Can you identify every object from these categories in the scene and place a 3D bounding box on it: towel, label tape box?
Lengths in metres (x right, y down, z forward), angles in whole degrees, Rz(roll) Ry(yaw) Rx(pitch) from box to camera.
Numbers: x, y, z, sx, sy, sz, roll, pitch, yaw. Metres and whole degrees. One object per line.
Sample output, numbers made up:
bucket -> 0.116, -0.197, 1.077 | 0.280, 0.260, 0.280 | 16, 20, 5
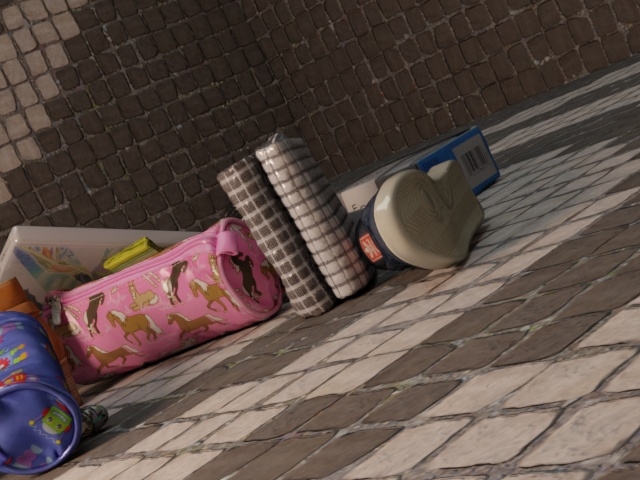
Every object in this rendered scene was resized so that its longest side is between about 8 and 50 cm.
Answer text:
towel -> -0.034, -0.027, 1.678 | 0.121, 0.235, 0.283 | -31, 5, 6
towel -> -0.222, 0.064, 1.926 | 0.102, 0.021, 0.237 | -25, -40, 34
label tape box -> 0.105, -0.066, 2.077 | 0.334, 0.106, 0.240 | -22, 6, 37

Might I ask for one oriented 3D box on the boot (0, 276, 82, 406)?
boot -> -0.509, 0.200, 1.753 | 0.283, 0.220, 0.109 | -27, 6, -9

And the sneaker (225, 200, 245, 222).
sneaker -> -0.083, -0.009, 2.244 | 0.130, 0.147, 0.330 | -51, 20, 17

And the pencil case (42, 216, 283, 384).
pencil case -> -0.240, 0.094, 1.811 | 0.386, 0.160, 0.167 | -21, -7, 28

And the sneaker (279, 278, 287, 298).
sneaker -> -0.059, 0.050, 1.925 | 0.061, 0.065, 0.158 | -24, 6, 21

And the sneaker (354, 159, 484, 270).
sneaker -> 0.100, -0.010, 1.512 | 0.148, 0.131, 0.350 | -28, -3, 20

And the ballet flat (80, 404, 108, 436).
ballet flat -> -0.311, 0.231, 1.509 | 0.114, 0.041, 0.041 | -23, 6, 37

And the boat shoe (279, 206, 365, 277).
boat shoe -> 0.000, 0.000, 1.874 | 0.267, 0.096, 0.088 | -16, -8, -6

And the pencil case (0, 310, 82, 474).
pencil case -> -0.376, 0.185, 1.490 | 0.133, 0.119, 0.306 | -32, 21, -9

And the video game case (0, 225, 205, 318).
video game case -> -0.374, 0.080, 1.971 | 0.329, 0.036, 0.300 | 2, -37, -31
